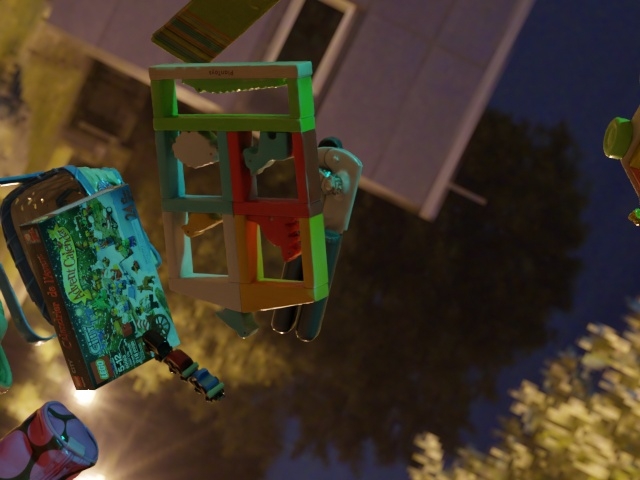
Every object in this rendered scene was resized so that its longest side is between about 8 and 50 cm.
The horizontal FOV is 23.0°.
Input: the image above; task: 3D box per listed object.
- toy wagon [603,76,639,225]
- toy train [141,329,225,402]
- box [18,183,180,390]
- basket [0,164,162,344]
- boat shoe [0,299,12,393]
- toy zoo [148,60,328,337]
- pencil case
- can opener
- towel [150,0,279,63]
[{"bbox_3d":[0.520,-0.120,2.115,0.068,0.267,0.344,-90,-163,-47],"label":"toy wagon"},{"bbox_3d":[-0.163,0.146,1.859,0.027,0.158,0.036,-36,133,-22],"label":"toy train"},{"bbox_3d":[-0.287,0.060,2.070,0.044,0.233,0.159,-6,-164,44],"label":"box"},{"bbox_3d":[-0.396,0.006,2.367,0.201,0.254,0.289,-27,179,38],"label":"basket"},{"bbox_3d":[-0.290,0.049,1.189,0.302,0.098,0.109,96,-21,-60],"label":"boat shoe"},{"bbox_3d":[-0.086,-0.041,1.663,0.030,0.192,0.293,-23,111,-56],"label":"toy zoo"},{"bbox_3d":[-0.325,0.259,1.610,0.209,0.095,0.098,-41,-169,-1],"label":"pencil case"},{"bbox_3d":[0.000,0.000,2.162,0.093,0.074,0.280,-28,133,-70],"label":"can opener"},{"bbox_3d":[-0.146,-0.349,2.379,0.237,0.102,0.021,-37,-141,33],"label":"towel"}]
